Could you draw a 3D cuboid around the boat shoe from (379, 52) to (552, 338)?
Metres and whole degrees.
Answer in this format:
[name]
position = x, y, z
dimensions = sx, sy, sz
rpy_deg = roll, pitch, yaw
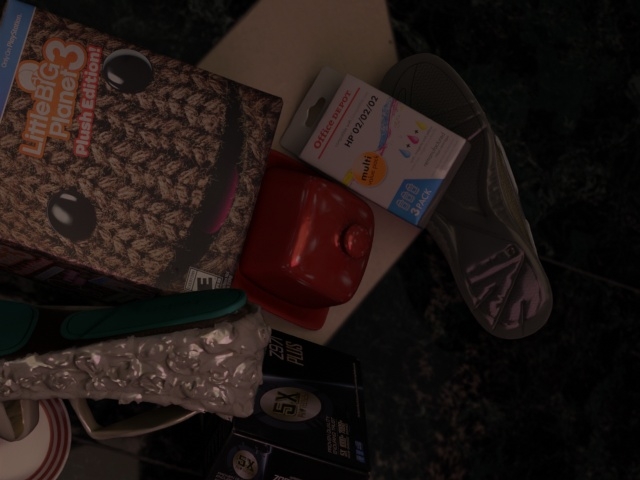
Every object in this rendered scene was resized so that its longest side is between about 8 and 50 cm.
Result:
[boat shoe]
position = 0.156, -0.046, 2.083
dimensions = 0.118, 0.103, 0.320
rpy_deg = -28, 87, 8

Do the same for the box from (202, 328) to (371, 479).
[box]
position = -0.036, 0.176, 1.928
dimensions = 0.147, 0.077, 0.180
rpy_deg = 20, 33, -16

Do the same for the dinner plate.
[dinner plate]
position = -0.314, 0.191, 1.907
dimensions = 0.141, 0.017, 0.141
rpy_deg = 4, 80, -21

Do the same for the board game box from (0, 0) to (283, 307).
[board game box]
position = -0.216, -0.070, 1.918
dimensions = 0.291, 0.141, 0.232
rpy_deg = 18, 76, -17

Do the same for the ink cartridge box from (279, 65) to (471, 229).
[ink cartridge box]
position = 0.051, -0.101, 2.018
dimensions = 0.181, 0.061, 0.104
rpy_deg = 30, 92, 11

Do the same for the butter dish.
[butter dish]
position = 0.000, 0.000, 1.981
dimensions = 0.160, 0.118, 0.159
rpy_deg = 28, 70, -43

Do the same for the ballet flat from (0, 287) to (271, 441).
[ballet flat]
position = -0.246, 0.127, 1.823
dimensions = 0.409, 0.147, 0.147
rpy_deg = -3, 81, 11
